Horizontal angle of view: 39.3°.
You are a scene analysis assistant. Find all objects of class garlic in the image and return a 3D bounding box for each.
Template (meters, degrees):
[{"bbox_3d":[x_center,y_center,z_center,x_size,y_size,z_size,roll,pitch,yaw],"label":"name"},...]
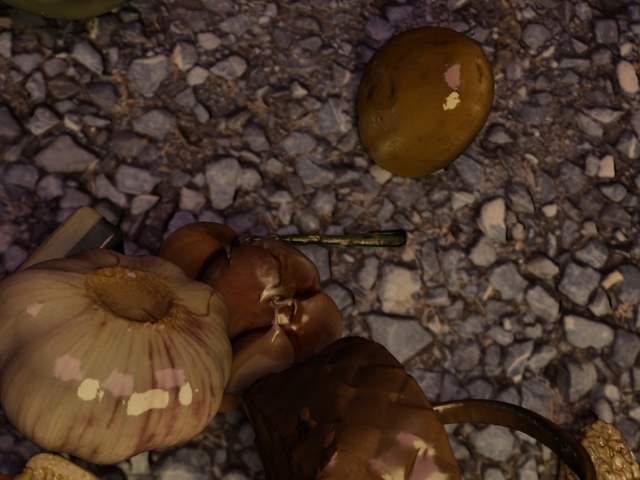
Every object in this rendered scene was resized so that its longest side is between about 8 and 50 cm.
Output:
[{"bbox_3d":[-0.224,0.135,0.891,0.245,0.253,0.245,21,35,-16],"label":"garlic"},{"bbox_3d":[-0.075,0.069,1.024,0.160,0.191,0.214,-3,57,-43],"label":"garlic"}]

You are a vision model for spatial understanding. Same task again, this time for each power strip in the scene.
[{"bbox_3d":[-0.313,0.074,0.988,0.070,0.105,0.257,37,66,5],"label":"power strip"}]

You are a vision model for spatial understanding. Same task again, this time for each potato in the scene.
[{"bbox_3d":[0.151,-0.194,1.150,0.178,0.158,0.203,36,73,-8],"label":"potato"}]

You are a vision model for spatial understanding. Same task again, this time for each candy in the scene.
[{"bbox_3d":[0.332,0.273,1.068,0.085,0.110,0.095,-20,60,-18],"label":"candy"}]

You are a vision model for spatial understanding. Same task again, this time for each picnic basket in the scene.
[{"bbox_3d":[0.114,0.250,0.910,0.337,0.293,0.337,-6,106,-21],"label":"picnic basket"}]

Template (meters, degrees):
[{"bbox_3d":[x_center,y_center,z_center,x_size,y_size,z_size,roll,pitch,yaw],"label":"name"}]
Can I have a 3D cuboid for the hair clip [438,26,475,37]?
[{"bbox_3d":[0.138,-0.268,1.258,0.173,0.049,0.049,-21,76,-18],"label":"hair clip"}]

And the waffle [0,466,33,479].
[{"bbox_3d":[-0.260,0.312,0.817,0.283,0.309,0.065,68,31,-24],"label":"waffle"}]

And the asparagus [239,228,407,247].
[{"bbox_3d":[0.000,0.000,1.135,0.233,0.023,0.022,-2,26,-14],"label":"asparagus"}]

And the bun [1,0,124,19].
[{"bbox_3d":[-0.336,-0.412,1.136,0.283,0.179,0.283,0,91,-19],"label":"bun"}]

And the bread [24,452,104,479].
[{"bbox_3d":[-0.231,0.273,0.895,0.139,0.178,0.060,32,66,3],"label":"bread"}]
